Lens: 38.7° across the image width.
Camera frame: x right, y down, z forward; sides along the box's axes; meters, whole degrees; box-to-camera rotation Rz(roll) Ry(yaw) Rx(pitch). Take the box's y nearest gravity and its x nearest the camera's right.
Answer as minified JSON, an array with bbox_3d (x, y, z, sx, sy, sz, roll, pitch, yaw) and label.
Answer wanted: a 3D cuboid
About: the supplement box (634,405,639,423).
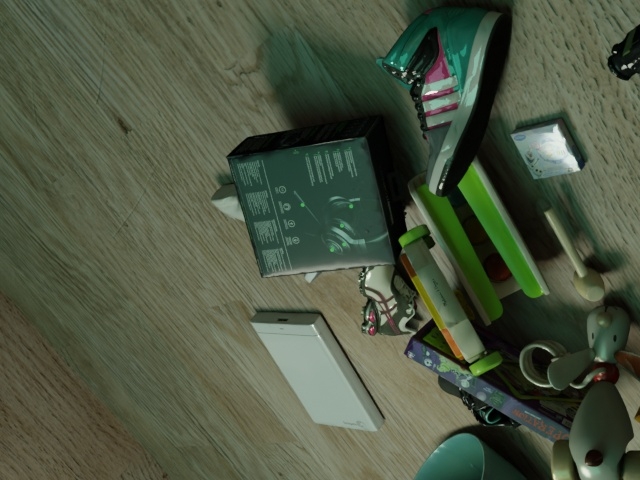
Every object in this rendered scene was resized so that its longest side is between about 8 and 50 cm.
[{"bbox_3d":[0.669,0.273,1.502,0.191,0.129,0.194,37,145,7],"label":"supplement box"}]

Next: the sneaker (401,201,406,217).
[{"bbox_3d":[0.052,-0.082,1.750,0.237,0.086,0.085,26,140,19],"label":"sneaker"}]

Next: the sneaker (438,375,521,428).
[{"bbox_3d":[0.334,0.317,1.880,0.267,0.106,0.101,3,131,51],"label":"sneaker"}]

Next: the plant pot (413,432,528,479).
[{"bbox_3d":[0.360,0.618,2.044,0.235,0.293,0.293,33,147,-15],"label":"plant pot"}]

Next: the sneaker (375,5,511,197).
[{"bbox_3d":[0.166,-0.228,1.411,0.178,0.124,0.295,26,116,25],"label":"sneaker"}]

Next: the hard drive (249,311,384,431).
[{"bbox_3d":[-0.009,0.327,2.275,0.233,0.047,0.353,-3,126,45],"label":"hard drive"}]

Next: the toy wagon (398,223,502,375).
[{"bbox_3d":[0.232,0.117,1.637,0.267,0.068,0.344,62,-175,13],"label":"toy wagon"}]

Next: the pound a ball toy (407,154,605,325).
[{"bbox_3d":[0.316,-0.009,1.556,0.208,0.136,0.319,-30,102,11],"label":"pound a ball toy"}]

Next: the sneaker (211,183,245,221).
[{"bbox_3d":[-0.144,-0.073,1.963,0.212,0.080,0.094,7,140,53],"label":"sneaker"}]

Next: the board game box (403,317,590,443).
[{"bbox_3d":[0.346,0.254,1.729,0.347,0.208,0.056,30,118,17],"label":"board game box"}]

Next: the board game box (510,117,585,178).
[{"bbox_3d":[0.360,-0.144,1.446,0.090,0.020,0.090,-8,122,48],"label":"board game box"}]

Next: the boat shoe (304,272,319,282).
[{"bbox_3d":[0.000,0.000,1.872,0.076,0.080,0.228,41,144,11],"label":"boat shoe"}]

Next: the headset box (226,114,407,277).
[{"bbox_3d":[0.009,-0.079,1.648,0.283,0.131,0.246,-7,112,20],"label":"headset box"}]

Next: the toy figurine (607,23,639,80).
[{"bbox_3d":[0.483,-0.195,1.102,0.148,0.210,0.213,-36,68,56],"label":"toy figurine"}]

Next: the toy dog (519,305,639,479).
[{"bbox_3d":[0.453,0.265,1.497,0.220,0.333,0.161,-21,152,16],"label":"toy dog"}]

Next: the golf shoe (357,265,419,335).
[{"bbox_3d":[0.143,0.096,1.861,0.120,0.105,0.273,9,142,16],"label":"golf shoe"}]
